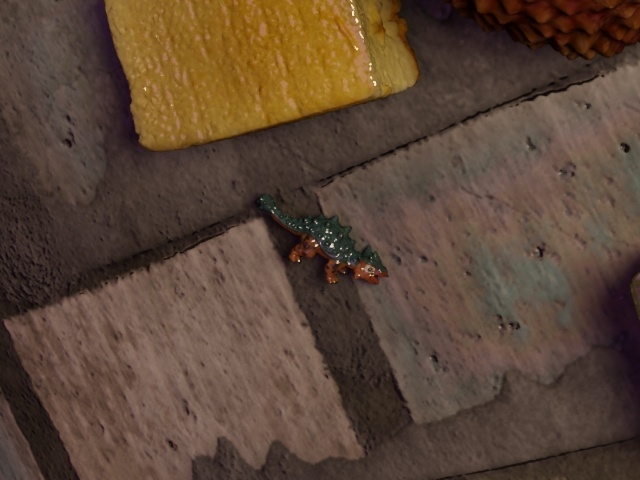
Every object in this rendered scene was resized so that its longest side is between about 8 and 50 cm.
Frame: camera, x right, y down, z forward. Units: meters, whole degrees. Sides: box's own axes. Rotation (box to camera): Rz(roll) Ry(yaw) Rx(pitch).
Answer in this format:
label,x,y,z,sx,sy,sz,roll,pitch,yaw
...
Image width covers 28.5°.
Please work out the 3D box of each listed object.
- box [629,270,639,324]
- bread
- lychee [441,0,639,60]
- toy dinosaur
label,x,y,z,sx,sy,sz,roll,pitch,yaw
box,0.403,0.056,0.994,0.273,0.143,0.184,-17,98,30
bread,-0.061,-0.195,1.182,0.274,0.114,0.185,-12,97,30
lychee,0.189,-0.281,0.905,0.306,0.306,0.330,-9,136,30
toy dinosaur,0.000,0.000,1.247,0.154,0.049,0.055,33,122,9
